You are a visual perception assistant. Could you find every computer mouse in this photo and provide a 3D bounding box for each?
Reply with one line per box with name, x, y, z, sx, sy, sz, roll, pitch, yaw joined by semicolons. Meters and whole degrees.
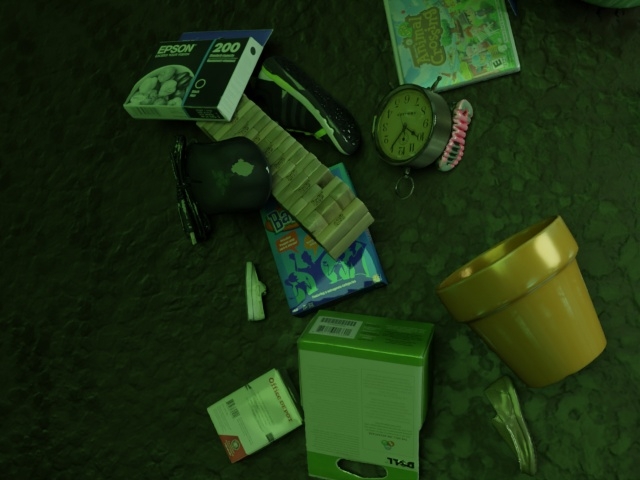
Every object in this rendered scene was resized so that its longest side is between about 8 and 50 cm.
computer mouse;-0.176;-0.089;1.275;0.272;0.072;0.189;-5;99;53

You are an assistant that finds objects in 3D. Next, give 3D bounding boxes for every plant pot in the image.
plant pot;0.297;0.096;1.138;0.205;0.205;0.188;-32;88;9

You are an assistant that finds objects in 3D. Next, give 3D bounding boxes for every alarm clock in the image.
alarm clock;0.143;-0.159;1.272;0.129;0.064;0.192;5;85;46

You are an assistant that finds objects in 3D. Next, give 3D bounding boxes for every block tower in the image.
block tower;-0.062;-0.115;1.283;0.097;0.091;0.335;-45;56;-4

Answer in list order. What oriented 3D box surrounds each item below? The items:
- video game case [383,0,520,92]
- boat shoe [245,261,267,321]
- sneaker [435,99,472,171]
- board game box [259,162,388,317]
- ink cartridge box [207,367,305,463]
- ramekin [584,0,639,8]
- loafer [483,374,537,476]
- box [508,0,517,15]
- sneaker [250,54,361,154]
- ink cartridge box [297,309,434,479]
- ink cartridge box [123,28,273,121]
video game case;0.210;-0.353;1.324;0.193;0.023;0.213;-13;77;14
boat shoe;-0.107;0.084;1.339;0.035;0.035;0.100;-2;74;-11
sneaker;0.202;-0.169;1.289;0.057;0.047;0.120;13;83;41
board game box;0.000;0.000;1.311;0.160;0.047;0.210;-22;73;12
ink cartridge box;-0.097;0.279;1.285;0.135;0.056;0.099;-31;73;10
ramekin;0.445;-0.489;1.162;0.303;0.148;0.304;2;80;-11
loafer;0.278;0.273;1.177;0.050;0.056;0.148;-19;65;14
box;0.307;-0.482;1.257;0.036;0.136;0.226;-2;80;24
sneaker;-0.028;-0.211;1.356;0.235;0.084;0.097;48;120;19
ink cartridge box;0.072;0.249;1.229;0.188;0.097;0.255;6;116;17
ink cartridge box;-0.208;-0.296;1.373;0.206;0.045;0.208;6;60;29
